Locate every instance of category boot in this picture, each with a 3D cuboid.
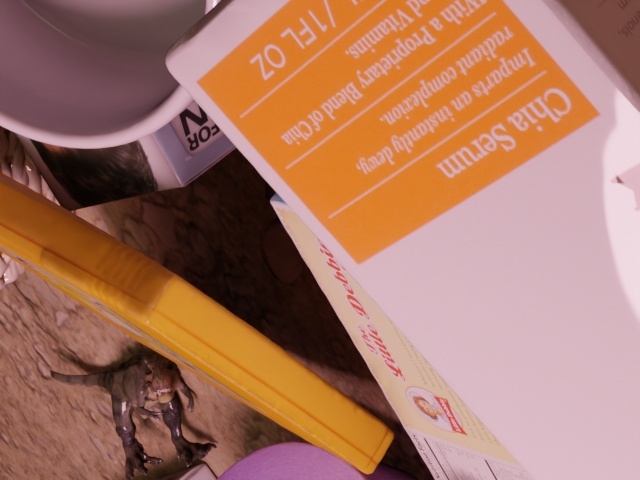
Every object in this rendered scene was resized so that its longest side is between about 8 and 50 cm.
[{"bbox_3d":[0.000,0.000,1.302,0.087,0.042,0.118,27,142,32],"label":"boot"}]

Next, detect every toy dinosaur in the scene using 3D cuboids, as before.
[{"bbox_3d":[-0.166,0.158,1.679,0.268,0.064,0.118,-15,104,60],"label":"toy dinosaur"}]

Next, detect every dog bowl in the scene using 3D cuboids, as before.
[{"bbox_3d":[-0.147,-0.194,1.073,0.264,0.104,0.265,16,126,23],"label":"dog bowl"}]

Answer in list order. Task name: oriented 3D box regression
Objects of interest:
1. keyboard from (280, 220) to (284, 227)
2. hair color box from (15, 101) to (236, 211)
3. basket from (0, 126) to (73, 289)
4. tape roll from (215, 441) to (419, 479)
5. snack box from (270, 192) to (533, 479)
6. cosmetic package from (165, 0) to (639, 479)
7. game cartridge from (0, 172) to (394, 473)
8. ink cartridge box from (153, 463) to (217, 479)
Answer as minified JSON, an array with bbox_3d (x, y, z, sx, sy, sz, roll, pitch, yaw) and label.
[{"bbox_3d":[-0.007,-0.081,1.206,0.108,0.023,0.180,28,129,35],"label":"keyboard"},{"bbox_3d":[-0.197,-0.211,1.268,0.185,0.113,0.374,-9,116,56],"label":"hair color box"},{"bbox_3d":[-0.407,-0.114,1.504,0.328,0.266,0.331,34,146,27],"label":"basket"},{"bbox_3d":[-0.010,0.300,1.416,0.090,0.275,0.274,21,172,-40],"label":"tape roll"},{"bbox_3d":[0.111,0.085,1.177,0.187,0.060,0.322,13,142,47],"label":"snack box"},{"bbox_3d":[0.165,-0.004,0.886,0.453,0.161,0.230,48,141,-6],"label":"cosmetic package"},{"bbox_3d":[-0.123,0.055,1.361,0.323,0.053,0.285,28,172,47],"label":"game cartridge"},{"bbox_3d":[-0.099,0.334,1.780,0.232,0.066,0.189,57,149,-2],"label":"ink cartridge box"}]
